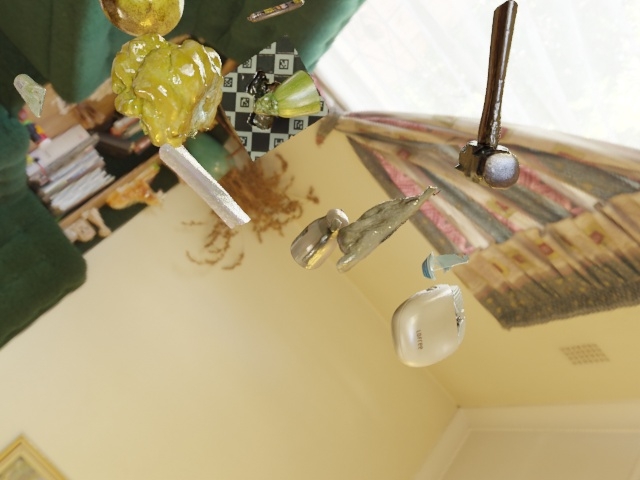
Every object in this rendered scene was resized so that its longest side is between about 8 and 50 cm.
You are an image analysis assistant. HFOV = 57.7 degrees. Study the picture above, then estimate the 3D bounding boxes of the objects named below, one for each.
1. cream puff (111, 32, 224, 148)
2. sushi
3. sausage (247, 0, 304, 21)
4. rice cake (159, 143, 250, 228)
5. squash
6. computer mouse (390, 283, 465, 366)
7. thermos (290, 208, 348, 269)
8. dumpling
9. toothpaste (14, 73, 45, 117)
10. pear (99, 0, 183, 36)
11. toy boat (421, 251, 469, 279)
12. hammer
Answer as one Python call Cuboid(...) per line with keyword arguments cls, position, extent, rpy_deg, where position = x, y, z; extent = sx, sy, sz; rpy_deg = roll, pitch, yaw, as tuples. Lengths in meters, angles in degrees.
Cuboid(cls="cream puff", position=(-0.271, -0.278, 1.018), extent=(0.195, 0.194, 0.221), rpy_deg=(-40, -169, 19))
Cuboid(cls="sushi", position=(-0.120, -0.345, 1.433), extent=(0.231, 0.219, 0.047), rpy_deg=(-30, 178, 14))
Cuboid(cls="sausage", position=(-0.128, -0.674, 1.699), extent=(0.198, 0.028, 0.025), rpy_deg=(-27, 174, -24))
Cuboid(cls="rice cake", position=(-0.360, -0.169, 1.799), extent=(0.056, 0.365, 0.072), rpy_deg=(-28, -153, 29))
Cuboid(cls="squash", position=(-0.079, -0.306, 1.285), extent=(0.132, 0.105, 0.105), rpy_deg=(-28, -179, -21))
Cuboid(cls="computer mouse", position=(0.231, 0.171, 1.187), extent=(0.082, 0.145, 0.236), rpy_deg=(-4, -174, 42))
Cuboid(cls="thermos", position=(0.000, 0.000, 1.553), extent=(0.193, 0.105, 0.137), rpy_deg=(-46, -172, 48))
Cuboid(cls="dumpling", position=(0.121, -0.027, 1.317), extent=(0.332, 0.086, 0.166), rpy_deg=(-34, 176, -31))
Cuboid(cls="toothpaste", position=(-0.492, -0.253, 0.985), extent=(0.197, 0.029, 0.048), rpy_deg=(36, -70, 47))
Cuboid(cls="pear", position=(-0.422, -0.577, 1.381), extent=(0.197, 0.197, 0.197), rpy_deg=(-41, -174, 5))
Cuboid(cls="toy boat", position=(0.379, 0.063, 1.811), extent=(0.149, 0.034, 0.105), rpy_deg=(-34, -139, 5))
Cuboid(cls="hammer", position=(0.389, -0.326, 1.324), extent=(0.095, 0.408, 0.242), rpy_deg=(2, -164, 1))
